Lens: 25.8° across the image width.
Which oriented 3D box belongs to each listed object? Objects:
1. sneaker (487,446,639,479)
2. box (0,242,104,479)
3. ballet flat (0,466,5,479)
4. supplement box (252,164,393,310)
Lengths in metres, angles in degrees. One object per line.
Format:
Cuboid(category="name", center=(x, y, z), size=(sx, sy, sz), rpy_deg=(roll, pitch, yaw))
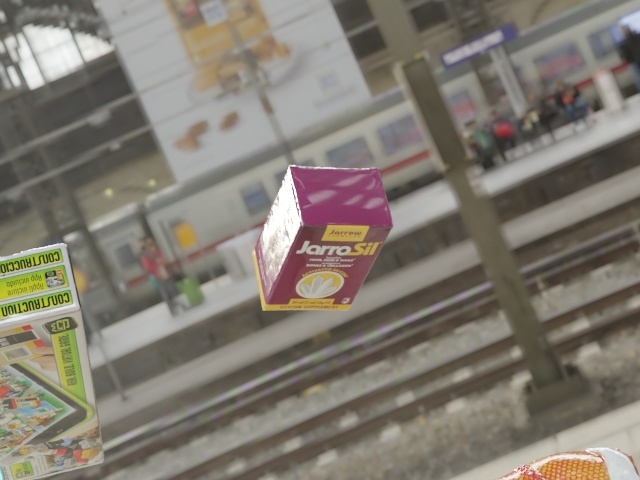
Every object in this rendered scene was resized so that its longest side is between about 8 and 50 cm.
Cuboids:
Cuboid(category="sneaker", center=(0.093, 0.144, 0.434), size=(0.067, 0.064, 0.175), rpy_deg=(-17, 41, -2))
Cuboid(category="box", center=(-0.172, 0.075, 0.703), size=(0.114, 0.036, 0.207), rpy_deg=(-13, -26, -11))
Cuboid(category="ballet flat", center=(-0.154, 0.158, 0.409), size=(0.079, 0.221, 0.077), rpy_deg=(21, -22, -27))
Cuboid(category="supplement box", center=(0.000, 0.000, 0.778), size=(0.055, 0.043, 0.083), rpy_deg=(1, -37, -19))
